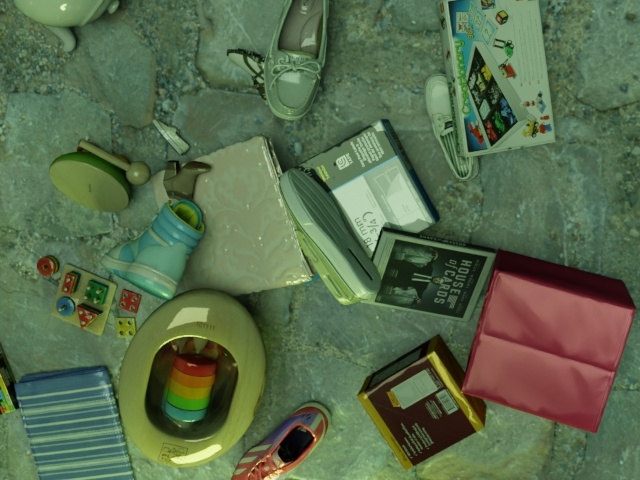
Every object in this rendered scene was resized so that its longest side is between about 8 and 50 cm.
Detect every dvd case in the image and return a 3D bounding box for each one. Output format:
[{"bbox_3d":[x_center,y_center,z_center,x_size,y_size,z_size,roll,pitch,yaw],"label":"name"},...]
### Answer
[{"bbox_3d":[0.216,0.071,1.809,0.239,0.029,0.179,11,121,-7],"label":"dvd case"}]

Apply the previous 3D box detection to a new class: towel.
[{"bbox_3d":[-0.191,-0.036,1.889,0.332,0.053,0.316,-14,97,33],"label":"towel"},{"bbox_3d":[-0.579,0.469,2.115,0.243,0.040,0.335,-10,99,11],"label":"towel"}]

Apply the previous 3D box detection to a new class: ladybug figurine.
[{"bbox_3d":[-0.276,0.291,1.923,0.305,0.162,0.449,16,112,-10],"label":"ladybug figurine"}]

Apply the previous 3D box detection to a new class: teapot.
[{"bbox_3d":[-0.500,-0.540,1.841,0.187,0.256,0.252,30,83,-26],"label":"teapot"}]

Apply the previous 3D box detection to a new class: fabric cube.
[{"bbox_3d":[0.435,0.185,1.726,0.258,0.254,0.258,15,103,9],"label":"fabric cube"}]

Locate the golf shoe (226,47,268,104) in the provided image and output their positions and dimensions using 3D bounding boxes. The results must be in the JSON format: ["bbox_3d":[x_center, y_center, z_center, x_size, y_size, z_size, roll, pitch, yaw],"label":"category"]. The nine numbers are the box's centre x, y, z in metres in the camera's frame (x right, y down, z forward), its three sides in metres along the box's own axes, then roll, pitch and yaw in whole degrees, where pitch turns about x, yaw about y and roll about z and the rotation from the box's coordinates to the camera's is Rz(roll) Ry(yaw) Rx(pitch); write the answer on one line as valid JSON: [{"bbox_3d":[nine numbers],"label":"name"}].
[{"bbox_3d":[-0.117,-0.334,1.852,0.198,0.077,0.093,27,104,8],"label":"golf shoe"}]

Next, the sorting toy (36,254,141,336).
[{"bbox_3d":[-0.543,0.143,2.041,0.275,0.046,0.132,22,104,8],"label":"sorting toy"}]

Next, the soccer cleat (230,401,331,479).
[{"bbox_3d":[-0.104,0.488,1.966,0.109,0.116,0.318,44,105,2],"label":"soccer cleat"}]

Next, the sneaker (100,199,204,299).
[{"bbox_3d":[-0.348,0.006,1.903,0.127,0.319,0.208,35,78,-32],"label":"sneaker"}]

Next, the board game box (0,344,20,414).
[{"bbox_3d":[-0.809,0.342,2.133,0.141,0.048,0.170,-20,95,14],"label":"board game box"}]

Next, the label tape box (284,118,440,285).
[{"bbox_3d":[0.044,-0.068,1.846,0.334,0.106,0.240,-28,92,15],"label":"label tape box"}]

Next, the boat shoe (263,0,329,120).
[{"bbox_3d":[-0.041,-0.400,1.767,0.118,0.103,0.320,14,83,-3],"label":"boat shoe"}]

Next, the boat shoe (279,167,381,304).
[{"bbox_3d":[0.000,0.000,1.759,0.094,0.109,0.302,-33,91,34],"label":"boat shoe"}]

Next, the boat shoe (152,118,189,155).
[{"bbox_3d":[-0.325,-0.231,1.940,0.035,0.035,0.100,-42,85,-12],"label":"boat shoe"}]

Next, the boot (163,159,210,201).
[{"bbox_3d":[-0.279,-0.122,1.864,0.119,0.042,0.086,10,115,28],"label":"boot"}]

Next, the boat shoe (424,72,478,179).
[{"bbox_3d":[0.269,-0.229,1.784,0.083,0.076,0.226,-22,94,15],"label":"boat shoe"}]

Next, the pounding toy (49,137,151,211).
[{"bbox_3d":[-0.474,-0.166,1.935,0.183,0.110,0.237,33,146,-24],"label":"pounding toy"}]

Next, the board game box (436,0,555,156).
[{"bbox_3d":[0.343,-0.327,1.727,0.193,0.053,0.305,-10,98,-11],"label":"board game box"}]

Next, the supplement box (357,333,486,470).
[{"bbox_3d":[0.215,0.339,1.865,0.194,0.129,0.191,-33,92,15],"label":"supplement box"}]
